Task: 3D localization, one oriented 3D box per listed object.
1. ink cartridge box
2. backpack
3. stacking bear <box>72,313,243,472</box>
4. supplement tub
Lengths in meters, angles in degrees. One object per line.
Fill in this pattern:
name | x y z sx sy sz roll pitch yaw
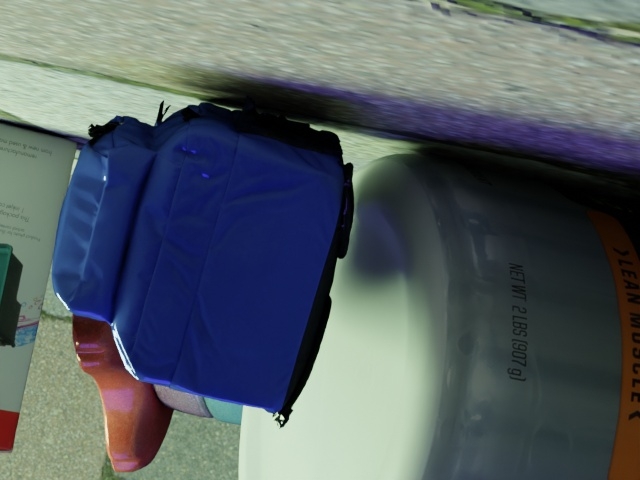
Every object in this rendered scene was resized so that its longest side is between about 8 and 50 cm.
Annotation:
ink cartridge box | -0.223 0.044 1.026 0.078 0.231 0.134 13 178 -27
backpack | -0.039 -0.006 0.615 0.101 0.098 0.120 21 -170 -3
stacking bear | 0.005 0.054 1.146 0.289 0.164 0.175 1 137 9
supplement tub | 0.141 0.087 0.712 0.316 0.193 0.193 12 178 -22
